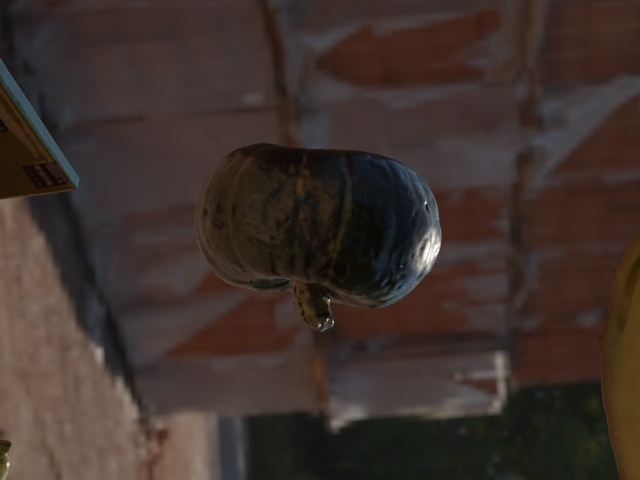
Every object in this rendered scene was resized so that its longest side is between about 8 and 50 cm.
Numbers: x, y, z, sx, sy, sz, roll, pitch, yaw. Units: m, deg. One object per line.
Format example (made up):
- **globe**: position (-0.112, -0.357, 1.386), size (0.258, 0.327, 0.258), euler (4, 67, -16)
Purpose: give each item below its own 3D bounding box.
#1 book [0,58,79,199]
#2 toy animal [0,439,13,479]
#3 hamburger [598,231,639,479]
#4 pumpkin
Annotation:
- **book**: position (-0.224, -0.058, 1.009), size (0.118, 0.172, 0.012), euler (60, 34, -42)
- **toy animal**: position (-0.278, 0.210, 1.451), size (0.070, 0.083, 0.159), euler (-137, -129, -56)
- **hamburger**: position (0.420, 0.109, 1.332), size (0.277, 0.396, 0.395), euler (-2, 87, -48)
- **pumpkin**: position (0.000, 0.000, 1.721), size (0.219, 0.219, 0.162), euler (96, -1, -83)
